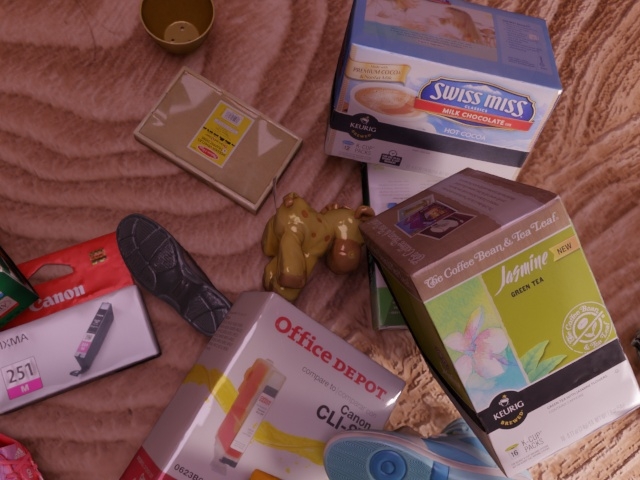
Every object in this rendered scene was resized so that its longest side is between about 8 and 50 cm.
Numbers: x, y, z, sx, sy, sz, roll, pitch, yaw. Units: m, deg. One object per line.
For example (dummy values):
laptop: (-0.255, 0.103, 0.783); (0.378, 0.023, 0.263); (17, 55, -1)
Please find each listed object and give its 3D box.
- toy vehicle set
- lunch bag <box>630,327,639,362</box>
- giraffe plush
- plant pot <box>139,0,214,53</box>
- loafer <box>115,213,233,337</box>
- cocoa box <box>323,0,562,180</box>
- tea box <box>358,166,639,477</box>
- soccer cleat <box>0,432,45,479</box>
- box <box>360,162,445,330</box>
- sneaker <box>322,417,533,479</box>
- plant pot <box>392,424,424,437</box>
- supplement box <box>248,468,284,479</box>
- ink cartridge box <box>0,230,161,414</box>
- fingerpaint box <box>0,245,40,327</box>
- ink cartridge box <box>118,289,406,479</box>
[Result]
toy vehicle set: (-0.186, -0.187, 1.254); (0.267, 0.035, 0.166); (33, 75, 2)
lunch bag: (0.731, 0.211, 1.178); (0.305, 0.212, 0.256); (-22, 63, -12)
giraffe plush: (0.000, 0.000, 1.167); (0.170, 0.181, 0.210); (3, 93, -18)
plant pot: (-0.264, -0.402, 1.268); (0.134, 0.095, 0.134); (2, 76, -7)
loafer: (-0.246, 0.065, 1.169); (0.096, 0.084, 0.267); (-44, 81, -1)
cocoa box: (0.201, -0.271, 1.183); (0.347, 0.228, 0.231); (12, 47, -3)
tea box: (0.243, 0.093, 1.003); (0.220, 0.329, 0.323); (-29, 105, -1)
soccer cleat: (-0.467, 0.380, 1.036); (0.318, 0.108, 0.116); (36, 93, 7)
box: (0.200, 0.000, 1.242); (0.232, 0.058, 0.322); (-1, 75, -7)
sneaker: (0.162, 0.329, 1.015); (0.319, 0.208, 0.127); (18, 103, 1)
plant pot: (0.139, 0.370, 1.121); (0.109, 0.109, 0.096); (34, 62, 3)
supplement box: (0.047, 0.475, 0.903); (0.356, 0.194, 0.195); (35, 73, -34)
ink cartridge box: (-0.435, 0.129, 1.137); (0.275, 0.060, 0.239); (-20, 80, -11)
fingerpaint box: (-0.739, 0.079, 1.040); (0.445, 0.163, 0.371); (-41, 74, -14)
ink cartridge box: (-0.089, 0.303, 1.040); (0.279, 0.160, 0.384); (36, 73, -17)
